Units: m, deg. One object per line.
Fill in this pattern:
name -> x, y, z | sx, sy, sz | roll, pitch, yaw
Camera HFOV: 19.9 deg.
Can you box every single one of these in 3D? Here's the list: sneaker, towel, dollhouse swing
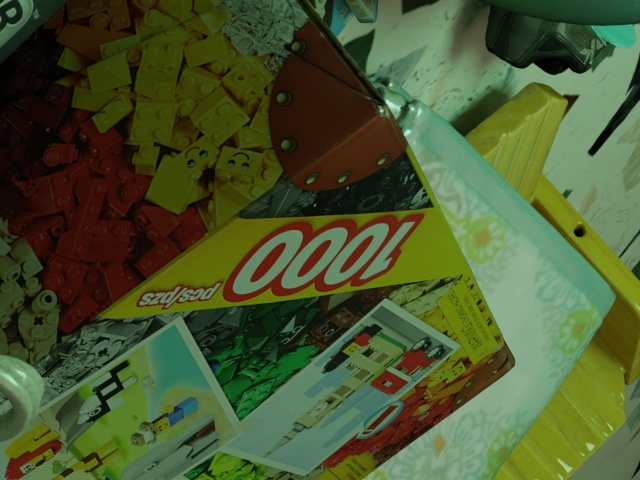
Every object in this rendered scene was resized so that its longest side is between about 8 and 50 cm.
sneaker -> 0.238, -0.222, 1.637 | 0.276, 0.097, 0.135 | -24, 144, -46
towel -> 0.064, 0.078, 1.562 | 0.374, 0.090, 0.320 | 41, 84, -37
dollhouse swing -> 0.184, 0.081, 1.763 | 0.347, 0.315, 0.305 | -39, 174, -29

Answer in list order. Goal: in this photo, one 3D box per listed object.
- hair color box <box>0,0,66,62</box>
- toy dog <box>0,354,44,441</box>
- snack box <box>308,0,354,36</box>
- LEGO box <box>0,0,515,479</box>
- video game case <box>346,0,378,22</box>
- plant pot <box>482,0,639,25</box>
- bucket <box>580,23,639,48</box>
hair color box -> -0.156, -0.212, 0.865 | 0.374, 0.113, 0.185 | -47, 157, -15
toy dog -> -0.280, -0.007, 0.786 | 0.220, 0.333, 0.161 | 54, 31, -44
snack box -> -0.090, -0.153, 1.150 | 0.187, 0.060, 0.322 | -51, 158, -4
LEGO box -> -0.108, 0.052, 1.140 | 0.372, 0.193, 0.500 | -37, 157, 0
video game case -> 0.017, -0.232, 1.218 | 0.166, 0.015, 0.119 | 46, 47, -67
plant pot -> 0.115, -0.271, 1.121 | 0.195, 0.290, 0.290 | -11, 135, -38
bucket -> 0.215, -0.303, 1.360 | 0.281, 0.183, 0.281 | -43, 156, -24
